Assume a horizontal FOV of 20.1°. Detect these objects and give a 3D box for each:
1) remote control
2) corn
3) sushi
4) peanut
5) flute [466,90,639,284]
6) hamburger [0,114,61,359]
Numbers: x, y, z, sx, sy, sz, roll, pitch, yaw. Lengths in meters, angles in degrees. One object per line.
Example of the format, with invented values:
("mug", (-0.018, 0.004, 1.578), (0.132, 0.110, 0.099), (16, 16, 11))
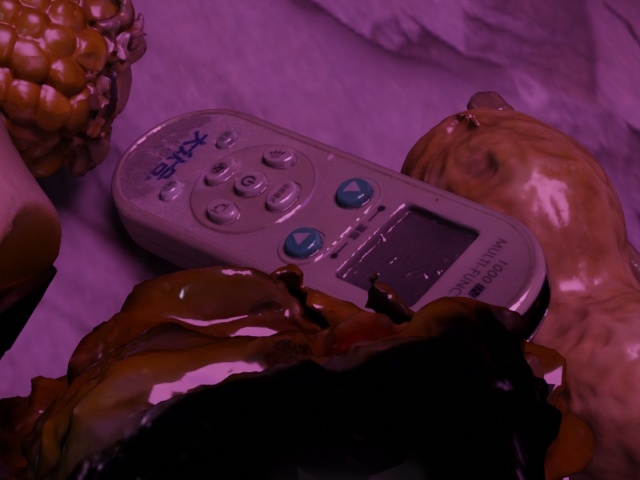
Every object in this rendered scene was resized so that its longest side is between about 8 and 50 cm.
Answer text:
("remote control", (0.000, 0.000, 0.763), (0.221, 0.042, 0.078), (24, 55, 36))
("corn", (-0.230, -0.103, 0.780), (0.305, 0.106, 0.106), (16, 42, -4))
("sushi", (-0.013, 0.098, 0.612), (0.200, 0.213, 0.204), (10, 53, -48))
("peanut", (0.104, 0.027, 0.786), (0.103, 0.098, 0.229), (33, 21, -50))
("flute", (0.145, 0.006, 0.885), (0.027, 0.027, 0.233), (-16, 54, -35))
("hamburger", (-0.170, 0.033, 0.587), (0.116, 0.210, 0.173), (34, 31, -2))
